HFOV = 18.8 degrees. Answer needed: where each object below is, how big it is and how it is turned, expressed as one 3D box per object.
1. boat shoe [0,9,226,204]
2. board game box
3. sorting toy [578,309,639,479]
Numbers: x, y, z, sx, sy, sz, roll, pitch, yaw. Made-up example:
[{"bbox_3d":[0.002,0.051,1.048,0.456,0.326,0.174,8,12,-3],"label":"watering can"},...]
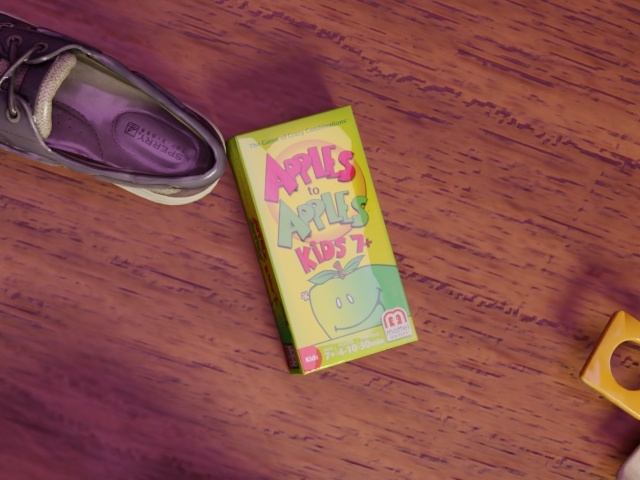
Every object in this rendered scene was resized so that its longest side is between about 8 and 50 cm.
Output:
[{"bbox_3d":[-0.195,-0.104,1.364,0.285,0.092,0.103,23,81,-11],"label":"boat shoe"},{"bbox_3d":[0.000,0.000,1.430,0.092,0.043,0.181,-16,90,-14],"label":"board game box"},{"bbox_3d":[0.339,0.180,1.501,0.347,0.047,0.196,46,73,-7],"label":"sorting toy"}]
